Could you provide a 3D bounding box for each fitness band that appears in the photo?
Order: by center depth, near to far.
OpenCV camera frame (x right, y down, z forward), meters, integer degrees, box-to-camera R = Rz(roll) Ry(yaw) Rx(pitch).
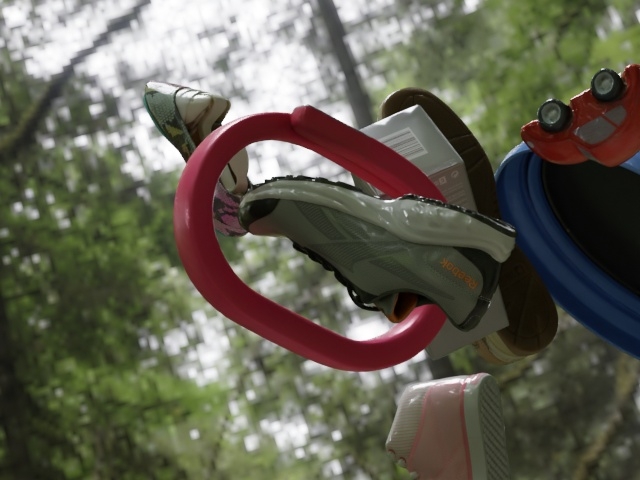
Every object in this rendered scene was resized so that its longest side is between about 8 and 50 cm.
[{"bbox_3d":[0.000,0.000,1.600,0.290,0.209,0.054,28,-14,-25],"label":"fitness band"}]

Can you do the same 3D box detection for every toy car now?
[{"bbox_3d":[0.257,-0.123,1.120,0.239,0.053,0.225,-19,-21,-10],"label":"toy car"}]

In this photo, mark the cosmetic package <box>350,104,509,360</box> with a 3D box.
[{"bbox_3d":[0.111,-0.006,1.825,0.107,0.127,0.238,-23,-53,-8],"label":"cosmetic package"}]

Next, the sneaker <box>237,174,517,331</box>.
[{"bbox_3d":[0.034,0.008,1.498,0.271,0.108,0.100,13,-3,35],"label":"sneaker"}]

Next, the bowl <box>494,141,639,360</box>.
[{"bbox_3d":[0.381,0.008,2.036,0.077,0.391,0.391,-50,-17,-23],"label":"bowl"}]

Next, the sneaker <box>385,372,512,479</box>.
[{"bbox_3d":[0.080,0.150,1.095,0.070,0.134,0.051,-3,6,27],"label":"sneaker"}]

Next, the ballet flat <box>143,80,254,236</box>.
[{"bbox_3d":[-0.118,-0.106,1.877,0.077,0.221,0.079,0,-39,-42],"label":"ballet flat"}]

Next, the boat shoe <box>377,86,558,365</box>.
[{"bbox_3d":[0.148,-0.011,2.016,0.121,0.341,0.110,-22,-8,-28],"label":"boat shoe"}]
